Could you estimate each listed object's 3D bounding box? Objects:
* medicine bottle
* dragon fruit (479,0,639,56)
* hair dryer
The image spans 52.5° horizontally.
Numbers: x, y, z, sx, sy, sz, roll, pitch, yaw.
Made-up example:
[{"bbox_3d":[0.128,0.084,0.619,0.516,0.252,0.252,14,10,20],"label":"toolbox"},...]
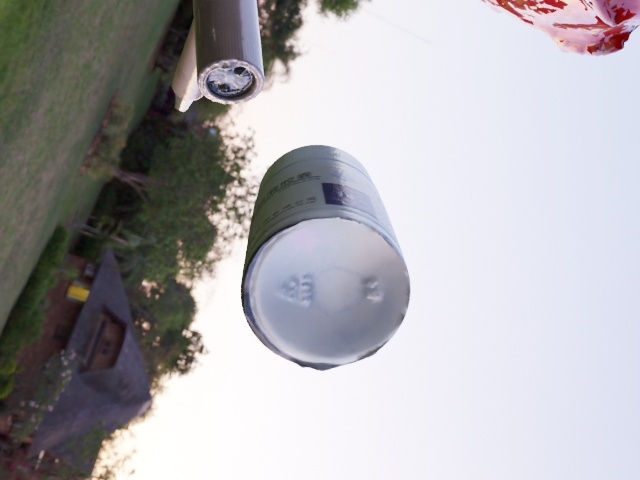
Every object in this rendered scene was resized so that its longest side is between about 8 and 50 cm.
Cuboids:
[{"bbox_3d":[0.000,0.000,0.851,0.332,0.190,0.190,-97,-149,-68],"label":"medicine bottle"},{"bbox_3d":[0.166,-0.207,0.345,0.268,0.205,0.210,-147,-135,-65],"label":"dragon fruit"},{"bbox_3d":[-0.113,-0.160,0.601,0.220,0.053,0.195,129,-40,-50],"label":"hair dryer"}]
